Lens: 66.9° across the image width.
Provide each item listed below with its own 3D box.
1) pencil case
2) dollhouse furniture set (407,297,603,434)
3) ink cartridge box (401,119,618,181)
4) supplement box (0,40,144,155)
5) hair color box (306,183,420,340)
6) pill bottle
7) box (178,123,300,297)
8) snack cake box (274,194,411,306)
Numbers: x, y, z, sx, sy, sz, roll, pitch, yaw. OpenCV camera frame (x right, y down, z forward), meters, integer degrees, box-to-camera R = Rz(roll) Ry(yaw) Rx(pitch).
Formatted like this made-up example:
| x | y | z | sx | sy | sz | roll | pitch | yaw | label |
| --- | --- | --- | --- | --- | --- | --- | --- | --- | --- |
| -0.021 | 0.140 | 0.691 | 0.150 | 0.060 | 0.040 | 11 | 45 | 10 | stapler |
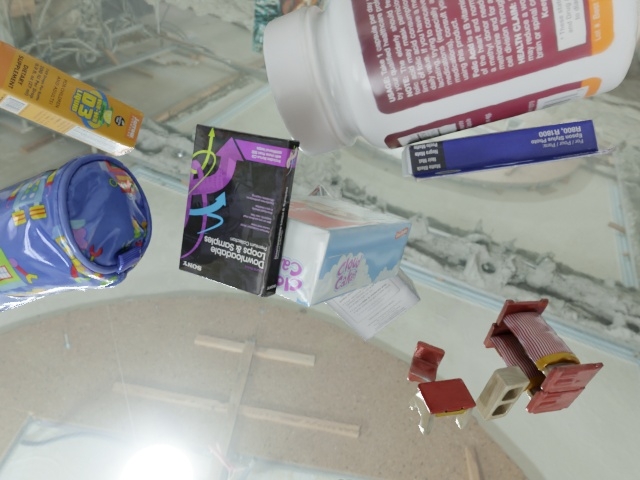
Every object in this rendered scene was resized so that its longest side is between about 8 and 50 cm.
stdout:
| x | y | z | sx | sy | sz | roll | pitch | yaw | label |
| --- | --- | --- | --- | --- | --- | --- | --- | --- | --- |
| -0.321 | 0.014 | 0.510 | 0.306 | 0.133 | 0.119 | -16 | -165 | 22 | pencil case |
| 0.356 | 0.251 | 1.018 | 0.374 | 0.152 | 0.201 | -1 | -142 | -19 | dollhouse furniture set |
| 0.221 | -0.117 | 0.631 | 0.223 | 0.045 | 0.224 | -7 | -172 | 7 | ink cartridge box |
| -0.416 | -0.222 | 0.789 | 0.080 | 0.078 | 0.233 | -6 | 160 | 42 | supplement box |
| 0.059 | 0.061 | 1.225 | 0.374 | 0.185 | 0.114 | 45 | -165 | -18 | hair color box |
| 0.144 | -0.246 | 0.613 | 0.392 | 0.224 | 0.224 | -12 | -146 | 17 | pill bottle |
| -0.089 | -0.032 | 0.508 | 0.116 | 0.162 | 0.029 | 14 | -167 | 24 | box |
| 0.000 | 0.000 | 0.636 | 0.152 | 0.089 | 0.264 | 21 | -166 | 27 | snack cake box |
